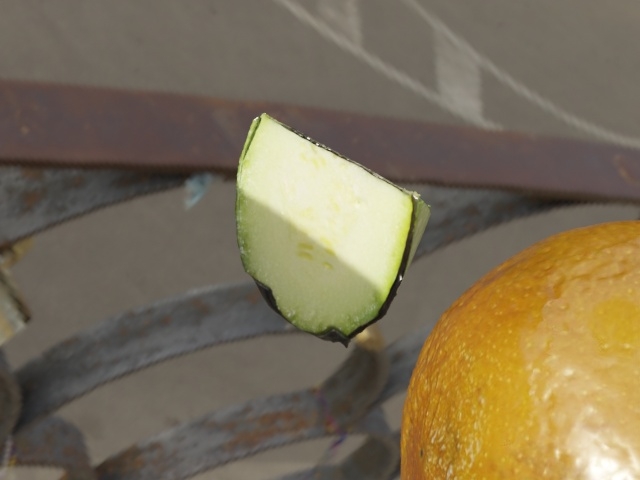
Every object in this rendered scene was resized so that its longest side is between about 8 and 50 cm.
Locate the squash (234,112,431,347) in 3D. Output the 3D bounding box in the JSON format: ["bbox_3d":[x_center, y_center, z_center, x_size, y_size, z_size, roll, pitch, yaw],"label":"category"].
[{"bbox_3d":[0.016,-0.010,1.349,0.192,0.184,0.085,32,35,27],"label":"squash"}]

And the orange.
[{"bbox_3d":[0.172,0.117,0.761,0.264,0.264,0.264,25,44,-27],"label":"orange"}]
